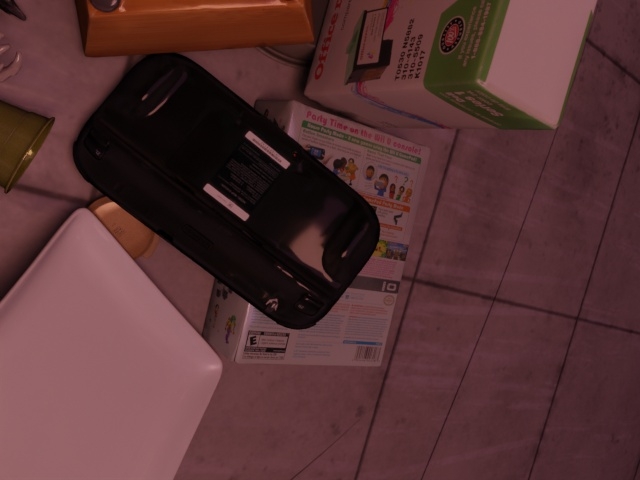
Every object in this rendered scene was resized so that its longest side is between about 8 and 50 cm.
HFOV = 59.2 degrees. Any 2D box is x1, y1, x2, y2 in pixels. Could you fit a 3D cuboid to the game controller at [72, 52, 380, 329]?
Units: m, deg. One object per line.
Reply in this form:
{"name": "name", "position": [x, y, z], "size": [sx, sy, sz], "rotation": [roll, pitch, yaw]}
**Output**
{"name": "game controller", "position": [-0.090, -0.050, 0.592], "size": [0.319, 0.067, 0.166], "rotation": [38, 77, -8]}

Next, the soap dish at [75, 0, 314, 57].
{"name": "soap dish", "position": [-0.122, -0.324, 0.505], "size": [0.229, 0.118, 0.290], "rotation": [-7, 105, -10]}

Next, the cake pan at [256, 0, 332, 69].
{"name": "cake pan", "position": [0.000, -0.354, 0.662], "size": [0.293, 0.054, 0.293], "rotation": [-8, 105, -33]}

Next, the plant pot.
{"name": "plant pot", "position": [-0.299, -0.098, 0.509], "size": [0.079, 0.083, 0.083], "rotation": [32, 82, -22]}

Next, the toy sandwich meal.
{"name": "toy sandwich meal", "position": [-0.216, -0.013, 0.610], "size": [0.086, 0.029, 0.085], "rotation": [-7, 109, -22]}

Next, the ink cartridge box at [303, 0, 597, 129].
{"name": "ink cartridge box", "position": [0.119, -0.225, 0.570], "size": [0.117, 0.278, 0.201], "rotation": [15, 92, -33]}

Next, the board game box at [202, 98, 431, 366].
{"name": "board game box", "position": [0.000, 0.000, 0.718], "size": [0.224, 0.098, 0.303], "rotation": [11, 95, -35]}

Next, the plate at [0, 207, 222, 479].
{"name": "plate", "position": [-0.230, 0.157, 0.552], "size": [0.278, 0.045, 0.277], "rotation": [59, 36, -34]}

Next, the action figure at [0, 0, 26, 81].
{"name": "action figure", "position": [-0.311, -0.177, 0.419], "size": [0.164, 0.141, 0.275], "rotation": [49, 57, -51]}
